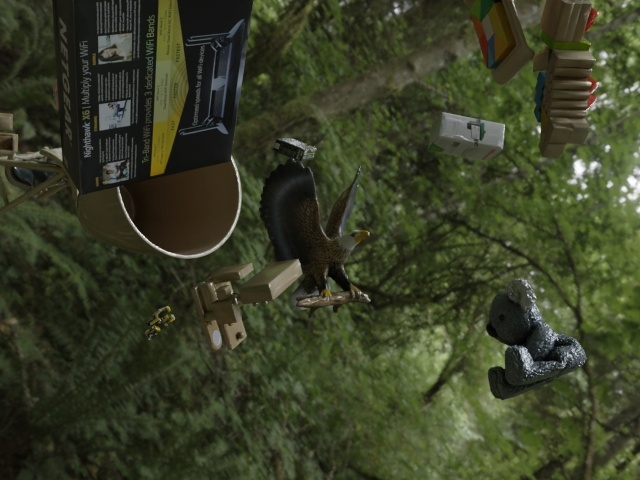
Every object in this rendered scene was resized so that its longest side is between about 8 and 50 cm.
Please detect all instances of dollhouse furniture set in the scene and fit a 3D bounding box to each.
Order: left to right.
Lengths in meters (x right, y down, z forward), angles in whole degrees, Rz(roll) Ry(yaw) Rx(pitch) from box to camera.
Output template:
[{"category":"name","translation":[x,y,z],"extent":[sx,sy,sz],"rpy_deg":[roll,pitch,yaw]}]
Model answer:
[{"category":"dollhouse furniture set","translation":[-0.679,-0.271,1.375],"extent":[0.101,0.161,0.182],"rpy_deg":[38,-58,58]},{"category":"dollhouse furniture set","translation":[-0.100,0.109,1.056],"extent":[0.144,0.151,0.123],"rpy_deg":[-40,118,-64]}]

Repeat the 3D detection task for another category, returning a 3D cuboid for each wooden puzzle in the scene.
[{"category":"wooden puzzle","translation":[0.409,-0.503,1.648],"extent":[0.221,0.044,0.238],"rpy_deg":[118,-49,-83]}]

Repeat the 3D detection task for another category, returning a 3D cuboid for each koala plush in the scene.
[{"category":"koala plush","translation":[0.446,0.204,1.538],"extent":[0.196,0.203,0.221],"rpy_deg":[92,-20,-63]}]

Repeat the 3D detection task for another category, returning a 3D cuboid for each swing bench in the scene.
[{"category":"swing bench","translation":[-0.776,-0.194,2.027],"extent":[0.253,0.255,0.165],"rpy_deg":[-68,146,-78]}]

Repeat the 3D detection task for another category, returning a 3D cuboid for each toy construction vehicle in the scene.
[{"category":"toy construction vehicle","translation":[-0.481,0.240,2.071],"extent":[0.035,0.098,0.086],"rpy_deg":[55,-7,-22]}]

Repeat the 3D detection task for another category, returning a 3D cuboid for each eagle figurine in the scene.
[{"category":"eagle figurine","translation":[0.010,-0.004,1.461],"extent":[0.226,0.225,0.298],"rpy_deg":[56,19,-72]}]

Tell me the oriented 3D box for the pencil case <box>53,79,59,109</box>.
[{"category":"pencil case","translation":[-0.515,-0.417,1.542],"extent":[0.124,0.124,0.284],"rpy_deg":[54,-45,36]}]

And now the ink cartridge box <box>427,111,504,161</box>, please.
[{"category":"ink cartridge box","translation":[0.491,-0.347,2.364],"extent":[0.160,0.219,0.092],"rpy_deg":[121,-21,-79]}]

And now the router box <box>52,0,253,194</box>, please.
[{"category":"router box","translation":[-0.228,-0.225,0.959],"extent":[0.081,0.243,0.309],"rpy_deg":[50,-38,32]}]

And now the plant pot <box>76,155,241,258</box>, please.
[{"category":"plant pot","translation":[-0.333,-0.081,1.301],"extent":[0.274,0.256,0.256],"rpy_deg":[-9,-57,44]}]

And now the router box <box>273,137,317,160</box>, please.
[{"category":"router box","translation":[-0.073,-0.266,2.042],"extent":[0.092,0.038,0.122],"rpy_deg":[22,15,12]}]

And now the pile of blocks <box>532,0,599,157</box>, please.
[{"category":"pile of blocks","translation":[0.551,-0.366,1.553],"extent":[0.149,0.113,0.362],"rpy_deg":[-119,-150,-79]}]
